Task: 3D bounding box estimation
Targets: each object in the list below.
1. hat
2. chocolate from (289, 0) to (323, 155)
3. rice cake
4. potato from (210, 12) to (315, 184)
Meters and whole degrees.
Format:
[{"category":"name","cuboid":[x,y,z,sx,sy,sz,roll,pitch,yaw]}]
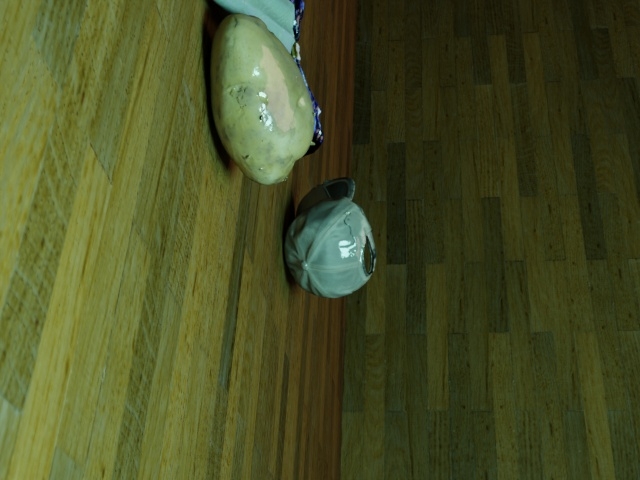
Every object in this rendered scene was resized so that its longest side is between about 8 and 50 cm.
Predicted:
[{"category":"hat","cuboid":[0.000,-0.004,1.729,0.275,0.161,0.232,-125,-143,-59]},{"category":"chocolate","cuboid":[-0.065,-0.302,1.359,0.148,0.126,0.343,19,68,-68]},{"category":"rice cake","cuboid":[-0.099,-0.329,1.203,0.222,0.042,0.080,27,66,-61]},{"category":"potato","cuboid":[-0.076,-0.189,1.198,0.161,0.128,0.234,-37,123,-67]}]
